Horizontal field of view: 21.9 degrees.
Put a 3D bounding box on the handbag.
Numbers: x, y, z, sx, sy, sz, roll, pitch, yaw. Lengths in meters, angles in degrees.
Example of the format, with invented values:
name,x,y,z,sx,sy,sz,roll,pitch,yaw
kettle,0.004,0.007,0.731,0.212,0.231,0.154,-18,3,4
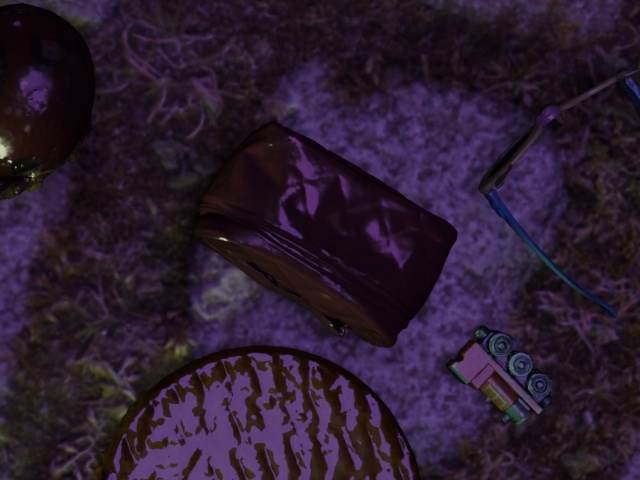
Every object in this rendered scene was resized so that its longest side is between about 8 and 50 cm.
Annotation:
name,x,y,z,sx,sy,sz,roll,pitch,yaw
handbag,0.000,0.000,1.509,0.225,0.146,0.135,31,80,-12

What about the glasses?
name,x,y,z,sx,sy,sz,roll,pitch,yaw
glasses,0.265,-0.044,1.623,0.189,0.088,0.221,-39,117,-11

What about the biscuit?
name,x,y,z,sx,sy,sz,roll,pitch,yaw
biscuit,-0.056,0.255,1.549,0.317,0.040,0.318,0,91,-12

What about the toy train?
name,x,y,z,sx,sy,sz,roll,pitch,yaw
toy train,0.177,0.132,1.599,0.103,0.044,0.064,45,84,-6

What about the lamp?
name,x,y,z,sx,sy,sz,roll,pitch,yaw
lamp,-0.260,-0.128,1.462,0.135,0.156,0.157,8,126,-48
